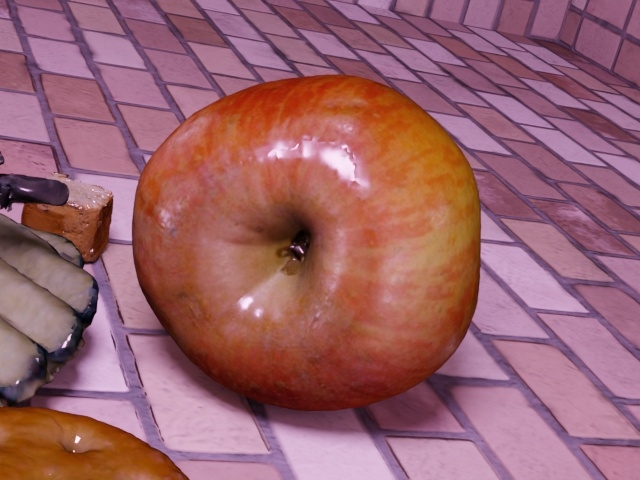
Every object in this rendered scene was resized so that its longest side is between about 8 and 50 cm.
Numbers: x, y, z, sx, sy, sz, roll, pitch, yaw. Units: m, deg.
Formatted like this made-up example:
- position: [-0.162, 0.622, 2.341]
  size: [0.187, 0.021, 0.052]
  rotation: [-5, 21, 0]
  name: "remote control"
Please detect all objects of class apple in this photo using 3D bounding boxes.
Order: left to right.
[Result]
- position: [0.000, 0.000, 1.044]
  size: [0.301, 0.302, 0.301]
  rotation: [13, 21, -5]
  name: "apple"

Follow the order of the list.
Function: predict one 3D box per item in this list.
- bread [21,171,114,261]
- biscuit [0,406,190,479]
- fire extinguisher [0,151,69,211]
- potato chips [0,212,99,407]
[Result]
- position: [-0.254, -0.021, 1.208]
  size: [0.083, 0.070, 0.077]
  rotation: [15, 20, 4]
  name: "bread"
- position: [-0.179, 0.179, 0.759]
  size: [0.220, 0.066, 0.220]
  rotation: [15, 18, -5]
  name: "biscuit"
- position: [-0.403, -0.043, 0.940]
  size: [0.376, 0.113, 0.200]
  rotation: [-5, 28, -25]
  name: "fire extinguisher"
- position: [-0.360, 0.039, 0.995]
  size: [0.358, 0.070, 0.429]
  rotation: [-13, 31, -43]
  name: "potato chips"
